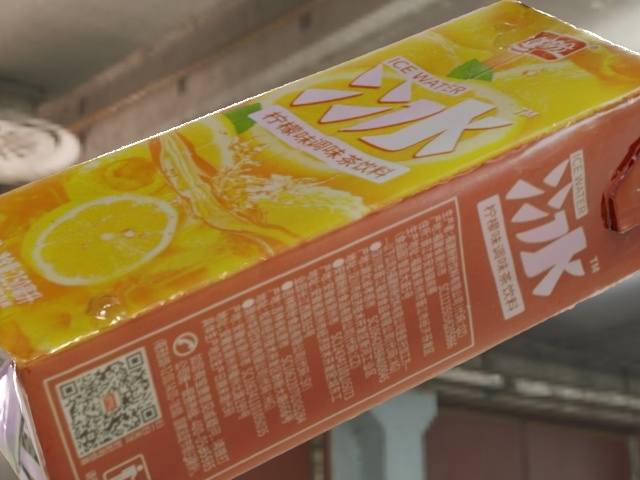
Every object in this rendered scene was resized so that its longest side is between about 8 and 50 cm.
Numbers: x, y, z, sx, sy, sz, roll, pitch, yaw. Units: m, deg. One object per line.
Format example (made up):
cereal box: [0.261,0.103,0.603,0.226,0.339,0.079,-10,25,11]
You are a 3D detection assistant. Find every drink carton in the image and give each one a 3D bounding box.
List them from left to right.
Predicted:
drink carton: [0.000,0.000,0.432,0.223,0.071,0.096,-24,34,-22]
